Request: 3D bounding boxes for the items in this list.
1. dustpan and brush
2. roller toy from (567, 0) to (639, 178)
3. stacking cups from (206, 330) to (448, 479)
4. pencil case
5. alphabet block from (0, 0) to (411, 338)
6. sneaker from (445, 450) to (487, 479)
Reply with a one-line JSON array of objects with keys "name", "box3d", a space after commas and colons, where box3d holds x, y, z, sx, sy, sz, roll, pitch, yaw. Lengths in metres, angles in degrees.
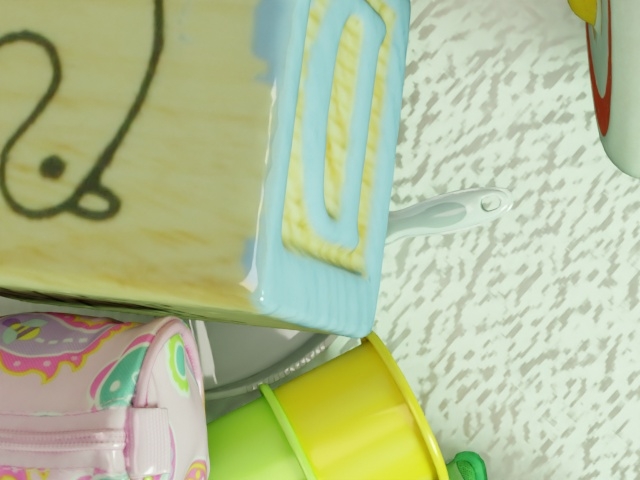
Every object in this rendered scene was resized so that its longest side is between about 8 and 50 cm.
[{"name": "dustpan and brush", "box3d": [0.000, 0.000, 0.839, 0.211, 0.060, 0.147, -14, 93, 5]}, {"name": "roller toy", "box3d": [0.193, -0.129, 0.749, 0.146, 0.191, 0.209, -4, 95, 5]}, {"name": "stacking cups", "box3d": [-0.090, 0.161, 0.797, 0.316, 0.096, 0.096, -28, 92, -7]}, {"name": "pencil case", "box3d": [-0.195, 0.094, 0.736, 0.284, 0.124, 0.124, 0, 95, 12]}, {"name": "alphabet block", "box3d": [-0.079, -0.059, 0.744, 0.197, 0.193, 0.192, 4, 82, 17]}, {"name": "sneaker", "box3d": [0.159, 0.218, 0.810, 0.295, 0.109, 0.123, 35, 89, 11]}]
